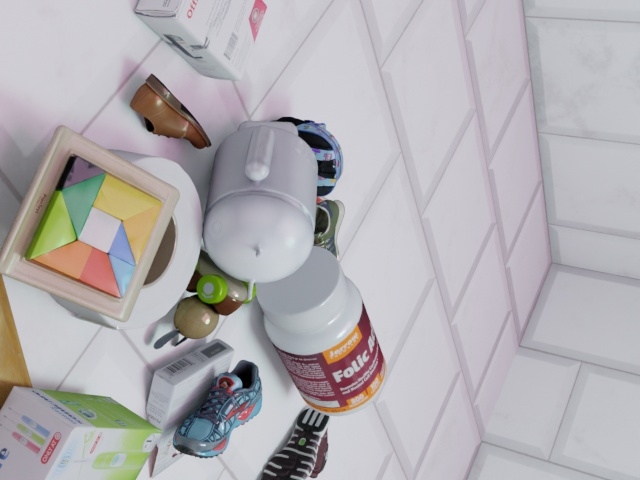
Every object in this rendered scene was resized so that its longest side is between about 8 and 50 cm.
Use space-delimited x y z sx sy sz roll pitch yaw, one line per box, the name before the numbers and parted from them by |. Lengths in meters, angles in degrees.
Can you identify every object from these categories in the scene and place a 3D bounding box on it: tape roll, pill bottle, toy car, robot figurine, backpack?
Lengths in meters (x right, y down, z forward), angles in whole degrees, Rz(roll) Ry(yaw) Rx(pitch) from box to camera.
tape roll | -0.316 -0.002 1.377 0.286 0.100 0.286 -32 128 -54
pill bottle | 0.004 0.205 1.899 0.224 0.224 0.392 -60 146 -30
toy car | -0.237 0.122 1.572 0.188 0.149 0.155 -54 161 8
robot figurine | -0.108 -0.069 1.553 0.300 0.199 0.353 86 5 -50
backpack | -0.025 -0.173 1.758 0.117 0.173 0.158 -35 129 -51

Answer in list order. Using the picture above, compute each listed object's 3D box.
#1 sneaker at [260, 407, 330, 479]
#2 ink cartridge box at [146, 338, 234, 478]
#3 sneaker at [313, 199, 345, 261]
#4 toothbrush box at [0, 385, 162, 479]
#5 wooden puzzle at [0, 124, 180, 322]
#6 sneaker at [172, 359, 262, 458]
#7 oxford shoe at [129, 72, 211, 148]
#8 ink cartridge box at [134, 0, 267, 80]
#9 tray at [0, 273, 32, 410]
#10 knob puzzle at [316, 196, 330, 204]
sneaker | -0.044 0.561 2.074 0.281 0.106 0.162 -52 145 -40
ink cartridge box | -0.267 0.324 1.659 0.189 0.066 0.232 -26 144 -56
sneaker | 0.000 0.000 1.928 0.086 0.064 0.192 2 98 -54
toothbrush box | -0.387 0.343 1.264 0.206 0.122 0.283 -61 160 -6
wooden puzzle | -0.320 -0.017 1.218 0.238 0.044 0.221 32 74 -44
sneaker | -0.198 0.311 1.624 0.262 0.104 0.125 -40 142 -60
oxford shoe | -0.259 -0.206 1.457 0.076 0.076 0.212 -44 150 1
ink cartridge box | -0.199 -0.395 1.449 0.218 0.092 0.159 39 66 -60
tray | -0.506 0.109 1.103 0.203 0.076 0.411 -40 133 -49
knob puzzle | -0.029 -0.029 1.956 0.213 0.030 0.213 -31 126 -53
